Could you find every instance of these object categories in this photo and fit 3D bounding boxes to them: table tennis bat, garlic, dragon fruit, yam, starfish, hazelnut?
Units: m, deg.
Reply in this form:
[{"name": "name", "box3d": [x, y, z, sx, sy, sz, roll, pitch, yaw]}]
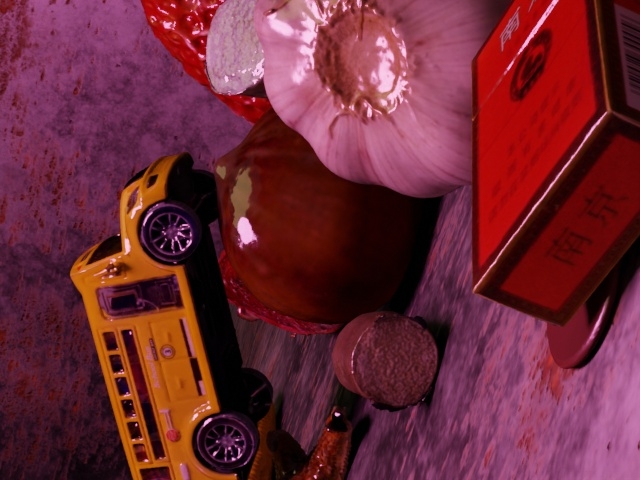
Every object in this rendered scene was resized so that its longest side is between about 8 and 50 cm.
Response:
[{"name": "table tennis bat", "box3d": [0.158, 0.014, 0.958, 0.154, 0.019, 0.098, -90, 18, -56]}, {"name": "garlic", "box3d": [0.090, -0.154, 1.251, 0.253, 0.245, 0.245, -18, -48, -58]}, {"name": "dragon fruit", "box3d": [0.000, 0.000, 1.803, 0.211, 0.134, 0.262, -64, 20, -15]}, {"name": "yam", "box3d": [0.025, -0.170, 1.384, 0.106, 0.259, 0.106, 0, 90, 50]}, {"name": "starfish", "box3d": [-0.051, 0.312, 1.543, 0.303, 0.113, 0.312, 141, 147, -78]}, {"name": "hazelnut", "box3d": [-0.005, -0.027, 1.505, 0.229, 0.229, 0.229, -164, 90, -83]}, {"name": "yam", "box3d": [0.053, 0.100, 1.324, 0.127, 0.084, 0.084, 180, 106, -79]}]

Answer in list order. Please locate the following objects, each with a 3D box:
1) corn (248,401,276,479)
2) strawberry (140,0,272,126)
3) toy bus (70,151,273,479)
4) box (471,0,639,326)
[{"name": "corn", "box3d": [-0.112, 0.298, 2.020, 0.305, 0.106, 0.106, -85, 13, -57]}, {"name": "strawberry", "box3d": [-0.044, -0.273, 1.815, 0.291, 0.310, 0.292, -64, -2, -5]}, {"name": "toy bus", "box3d": [-0.151, 0.086, 1.546, 0.145, 0.151, 0.331, -65, -36, -71]}, {"name": "box", "box3d": [0.154, -0.085, 0.939, 0.239, 0.074, 0.153, -83, 16, -49]}]
